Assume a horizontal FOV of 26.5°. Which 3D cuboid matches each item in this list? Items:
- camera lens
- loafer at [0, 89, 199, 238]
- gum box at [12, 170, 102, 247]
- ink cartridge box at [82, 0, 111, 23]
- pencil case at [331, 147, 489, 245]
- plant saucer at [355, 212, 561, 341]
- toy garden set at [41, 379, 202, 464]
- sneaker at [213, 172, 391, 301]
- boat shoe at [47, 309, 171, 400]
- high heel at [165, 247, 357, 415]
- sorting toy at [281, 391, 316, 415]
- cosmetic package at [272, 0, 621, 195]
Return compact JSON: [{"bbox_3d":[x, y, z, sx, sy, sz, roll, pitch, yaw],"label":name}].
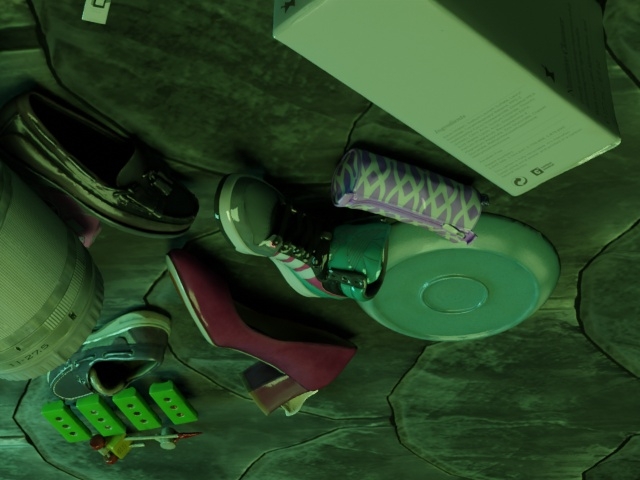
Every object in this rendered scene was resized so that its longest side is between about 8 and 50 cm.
[{"bbox_3d":[-0.427,0.026,1.706,0.219,0.219,0.274,-15,141,21],"label":"camera lens"},{"bbox_3d":[-0.277,-0.095,1.746,0.303,0.109,0.095,26,133,-26],"label":"loafer"},{"bbox_3d":[-0.377,-0.060,1.826,0.188,0.062,0.107,13,142,-16],"label":"gum box"},{"bbox_3d":[-0.244,-0.288,1.518,0.028,0.048,0.083,11,142,-14],"label":"ink cartridge box"},{"bbox_3d":[0.115,-0.055,1.804,0.206,0.088,0.086,17,141,-20],"label":"pencil case"},{"bbox_3d":[0.197,0.067,2.012,0.318,0.043,0.317,0,144,0],"label":"plant saucer"},{"bbox_3d":[-0.325,0.308,2.357,0.244,0.049,0.203,-11,141,15],"label":"toy garden set"},{"bbox_3d":[0.000,0.000,1.818,0.178,0.123,0.295,0,157,33],"label":"sneaker"},{"bbox_3d":[-0.343,0.201,2.165,0.285,0.092,0.103,-29,135,35],"label":"boat shoe"},{"bbox_3d":[-0.089,0.104,2.053,0.181,0.127,0.377,-34,135,-2],"label":"high heel"},{"bbox_3d":[-0.044,0.247,2.271,0.075,0.044,0.083,-21,139,17],"label":"sorting toy"},{"bbox_3d":[0.136,-0.236,1.445,0.156,0.217,0.385,-29,137,35],"label":"cosmetic package"}]
